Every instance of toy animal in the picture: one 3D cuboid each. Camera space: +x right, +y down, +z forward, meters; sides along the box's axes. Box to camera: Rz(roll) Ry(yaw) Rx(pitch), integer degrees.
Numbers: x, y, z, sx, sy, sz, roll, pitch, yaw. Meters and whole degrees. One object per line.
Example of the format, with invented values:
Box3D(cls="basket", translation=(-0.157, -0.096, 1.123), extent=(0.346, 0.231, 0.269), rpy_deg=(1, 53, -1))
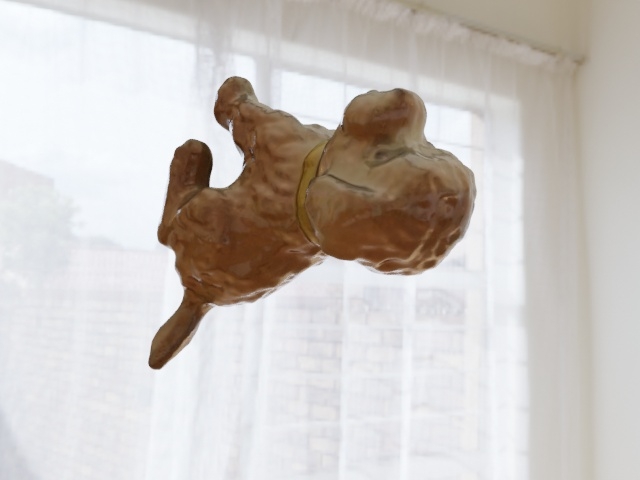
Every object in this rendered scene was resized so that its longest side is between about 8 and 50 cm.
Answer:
Box3D(cls="toy animal", translation=(-0.008, 0.007, 0.487), extent=(0.185, 0.183, 0.104), rpy_deg=(14, -11, 42))
